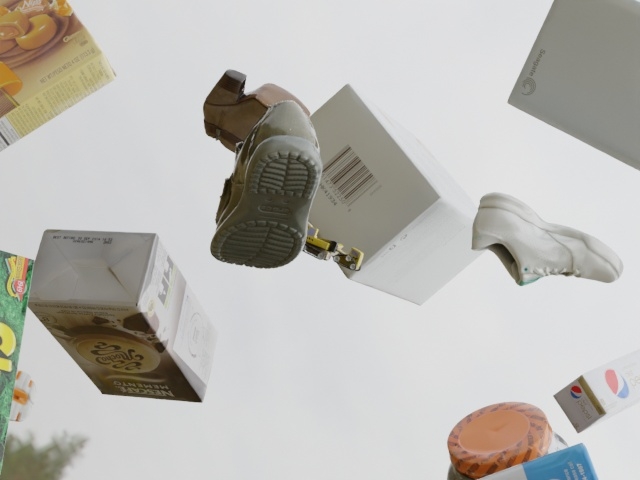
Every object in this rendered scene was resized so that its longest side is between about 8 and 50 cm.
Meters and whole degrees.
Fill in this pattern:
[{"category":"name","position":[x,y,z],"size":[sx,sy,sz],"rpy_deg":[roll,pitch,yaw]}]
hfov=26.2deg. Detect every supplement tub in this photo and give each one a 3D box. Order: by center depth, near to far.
[{"category":"supplement tub","position":[0.303,0.410,2.044],"size":[0.193,0.194,0.316],"rpy_deg":[26,-40,58]}]

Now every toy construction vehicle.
[{"category":"toy construction vehicle","position":[0.000,0.000,1.635],"size":[0.098,0.035,0.086],"rpy_deg":[27,5,21]}]

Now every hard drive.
[{"category":"hard drive","position":[0.491,-0.241,2.132],"size":[0.353,0.047,0.233],"rpy_deg":[31,-72,22]}]

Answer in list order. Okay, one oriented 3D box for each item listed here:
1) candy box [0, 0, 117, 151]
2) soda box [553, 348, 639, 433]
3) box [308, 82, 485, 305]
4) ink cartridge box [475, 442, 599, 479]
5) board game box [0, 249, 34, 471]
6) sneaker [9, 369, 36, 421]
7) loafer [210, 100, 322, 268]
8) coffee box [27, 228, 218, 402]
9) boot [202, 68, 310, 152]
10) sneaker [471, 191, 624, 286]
[{"category":"candy box","position":[-0.452,-0.211,1.804],"size":[0.183,0.316,0.087],"rpy_deg":[54,-7,19]},{"category":"soda box","position":[0.463,0.234,2.178],"size":[0.069,0.216,0.074],"rpy_deg":[-44,-110,37]},{"category":"box","position":[0.094,-0.055,1.964],"size":[0.215,0.168,0.345],"rpy_deg":[52,11,20]},{"category":"ink cartridge box","position":[0.176,0.379,1.439],"size":[0.129,0.307,0.223],"rpy_deg":[62,10,-46]},{"category":"board game box","position":[-0.349,0.119,1.275],"size":[0.030,0.136,0.259],"rpy_deg":[-32,-132,48]},{"category":"sneaker","position":[-0.439,0.166,1.654],"size":[0.083,0.084,0.215],"rpy_deg":[0,-27,32]},{"category":"loafer","position":[-0.049,-0.052,1.387],"size":[0.251,0.094,0.087],"rpy_deg":[122,-25,-56]},{"category":"coffee box","position":[-0.269,0.110,1.923],"size":[0.297,0.168,0.119],"rpy_deg":[66,30,-56]},{"category":"boot","position":[-0.071,-0.127,1.463],"size":[0.118,0.042,0.087],"rpy_deg":[31,-50,16]},{"category":"sneaker","position":[0.287,0.023,1.774],"size":[0.212,0.094,0.080],"rpy_deg":[25,-21,-10]}]
